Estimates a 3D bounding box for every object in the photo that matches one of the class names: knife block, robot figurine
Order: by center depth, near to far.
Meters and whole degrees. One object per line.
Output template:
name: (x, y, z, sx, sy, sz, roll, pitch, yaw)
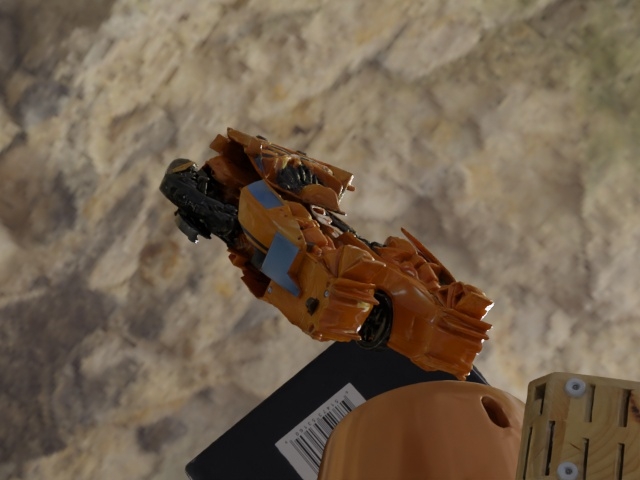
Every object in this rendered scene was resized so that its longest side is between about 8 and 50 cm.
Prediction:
knife block: (0.272, 0.204, 1.013, 0.276, 0.242, 0.088, 7, -127, 10)
robot figurine: (0.000, 0.000, 1.117, 0.211, 0.085, 0.291, 18, -164, -34)

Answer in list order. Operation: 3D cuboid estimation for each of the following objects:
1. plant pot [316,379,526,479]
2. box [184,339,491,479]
plant pot: (0.106, 0.256, 1.244, 0.291, 0.291, 0.203, 22, -141, -26)
box: (0.063, 0.265, 1.589, 0.183, 0.296, 0.294, 47, 173, 35)
